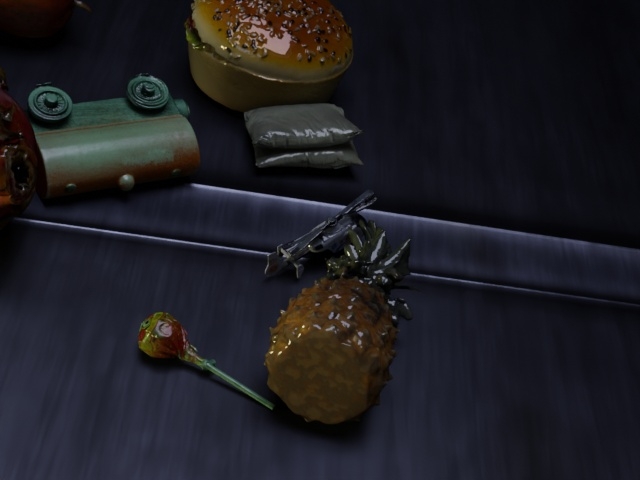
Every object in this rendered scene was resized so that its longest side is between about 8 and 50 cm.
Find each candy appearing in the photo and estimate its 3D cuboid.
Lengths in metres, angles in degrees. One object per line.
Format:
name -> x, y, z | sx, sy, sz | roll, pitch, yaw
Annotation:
candy -> -0.142, 0.157, 1.493 | 0.201, 0.060, 0.060 | 32, 41, 6

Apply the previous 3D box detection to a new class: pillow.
pillow -> -0.033, -0.168, 1.888 | 0.181, 0.078, 0.134 | -4, 36, -15

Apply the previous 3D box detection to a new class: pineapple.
pineapple -> 0.039, 0.089, 1.560 | 0.169, 0.169, 0.340 | 19, 33, 4

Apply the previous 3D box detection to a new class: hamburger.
hamburger -> -0.090, -0.338, 1.991 | 0.300, 0.176, 0.300 | 9, 38, -7

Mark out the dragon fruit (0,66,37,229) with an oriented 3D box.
dragon fruit -> -0.492, -0.120, 1.549 | 0.315, 0.250, 0.250 | -12, 25, 34

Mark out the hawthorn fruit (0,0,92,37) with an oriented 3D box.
hawthorn fruit -> -0.472, -0.421, 1.968 | 0.200, 0.179, 0.179 | 18, 39, -3

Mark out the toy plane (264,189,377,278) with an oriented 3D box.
toy plane -> -0.001, 0.001, 1.699 | 0.197, 0.078, 0.053 | -29, 58, -24

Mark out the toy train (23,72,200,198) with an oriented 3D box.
toy train -> -0.312, -0.144, 1.749 | 0.285, 0.116, 0.177 | -11, 58, -30
